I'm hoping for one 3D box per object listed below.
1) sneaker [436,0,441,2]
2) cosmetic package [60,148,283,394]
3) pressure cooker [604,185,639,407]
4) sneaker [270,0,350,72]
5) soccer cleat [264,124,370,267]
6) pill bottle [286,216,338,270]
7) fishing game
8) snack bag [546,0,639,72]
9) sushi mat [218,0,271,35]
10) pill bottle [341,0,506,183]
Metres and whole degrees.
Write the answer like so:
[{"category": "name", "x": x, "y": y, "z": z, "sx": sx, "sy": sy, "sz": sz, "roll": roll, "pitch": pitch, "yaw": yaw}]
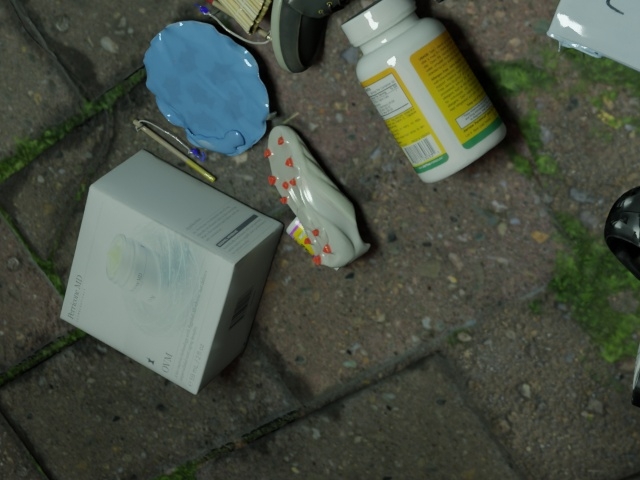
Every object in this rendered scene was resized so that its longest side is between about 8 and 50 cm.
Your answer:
[{"category": "sneaker", "x": 0.172, "y": -0.387, "z": 1.772, "sx": 0.124, "sy": 0.107, "sz": 0.283, "roll": 48, "pitch": 127, "yaw": 3}, {"category": "cosmetic package", "x": -0.200, "y": 0.040, "z": 2.178, "sx": 0.224, "sy": 0.138, "sz": 0.224, "roll": 28, "pitch": 125, "yaw": 15}, {"category": "pressure cooker", "x": 0.487, "y": 0.049, "z": 1.653, "sx": 0.420, "sy": 0.375, "sz": 0.370, "roll": 20, "pitch": 134, "yaw": 13}, {"category": "sneaker", "x": 0.016, "y": -0.285, "z": 1.923, "sx": 0.118, "sy": 0.083, "sz": 0.222, "roll": 20, "pitch": 121, "yaw": 19}, {"category": "soccer cleat", "x": -0.006, "y": -0.057, "z": 2.069, "sx": 0.068, "sy": 0.076, "sz": 0.196, "roll": -40, "pitch": 72, "yaw": 51}, {"category": "pill bottle", "x": 0.000, "y": 0.000, "z": 2.103, "sx": 0.083, "sy": 0.043, "sz": 0.043, "roll": 42, "pitch": 127, "yaw": 4}, {"category": "fishing game", "x": -0.137, "y": -0.195, "z": 2.084, "sx": 0.189, "sy": 0.041, "sz": 0.264, "roll": 33, "pitch": 134, "yaw": 11}, {"category": "snack bag", "x": 0.428, "y": -0.294, "z": 1.720, "sx": 0.323, "sy": 0.037, "sz": 0.343, "roll": 26, "pitch": 126, "yaw": 16}, {"category": "sushi mat", "x": -0.165, "y": -0.388, "z": 1.945, "sx": 0.316, "sy": 0.019, "sz": 0.151, "roll": 47, "pitch": 148, "yaw": 14}, {"category": "pill bottle", "x": 0.114, "y": -0.181, "z": 1.901, "sx": 0.117, "sy": 0.117, "sz": 0.208, "roll": -27, "pitch": 100, "yaw": 36}]
